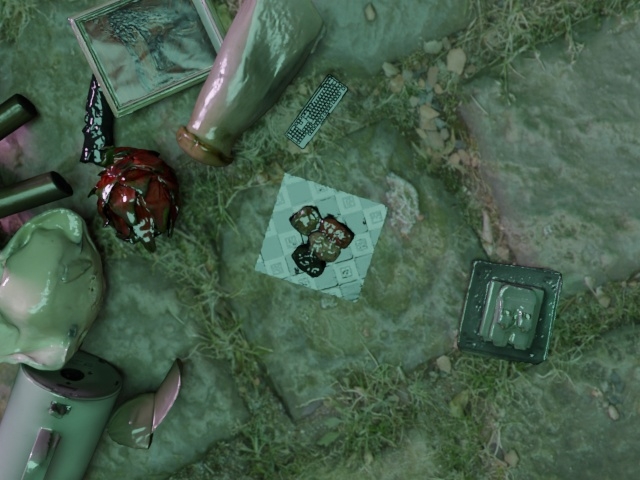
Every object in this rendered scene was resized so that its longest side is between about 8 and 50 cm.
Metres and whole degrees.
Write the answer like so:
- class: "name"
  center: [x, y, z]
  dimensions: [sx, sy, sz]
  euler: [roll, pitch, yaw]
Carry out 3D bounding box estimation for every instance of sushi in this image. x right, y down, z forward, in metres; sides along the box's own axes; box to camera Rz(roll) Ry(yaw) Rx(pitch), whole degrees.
- class: "sushi"
  center: [0.000, 0.000, 1.261]
  dimensions: [0.231, 0.047, 0.220]
  euler: [18, 100, -1]

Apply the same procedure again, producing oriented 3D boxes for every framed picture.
- class: "framed picture"
  center: [-0.325, -0.392, 1.199]
  dimensions: [0.273, 0.016, 0.216]
  euler: [-26, 98, -6]

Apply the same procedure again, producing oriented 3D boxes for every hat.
- class: "hat"
  center: [-0.367, 0.328, 1.276]
  dimensions: [0.144, 0.166, 0.173]
  euler: [7, 90, -10]

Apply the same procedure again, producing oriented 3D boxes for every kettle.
- class: "kettle"
  center: [-0.549, 0.419, 1.247]
  dimensions: [0.265, 0.205, 0.318]
  euler: [33, 102, 42]

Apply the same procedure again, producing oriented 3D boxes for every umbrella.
- class: "umbrella"
  center: [-0.441, -0.267, 1.232]
  dimensions: [0.066, 0.059, 0.236]
  euler: [8, 98, -21]

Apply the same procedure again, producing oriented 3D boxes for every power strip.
- class: "power strip"
  center: [0.396, 0.155, 1.263]
  dimensions: [0.198, 0.064, 0.213]
  euler: [7, 98, -1]

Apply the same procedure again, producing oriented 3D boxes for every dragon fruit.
- class: "dragon fruit"
  center: [-0.361, -0.088, 1.198]
  dimensions: [0.182, 0.182, 0.189]
  euler: [15, 103, 0]

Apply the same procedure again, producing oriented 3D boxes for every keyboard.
- class: "keyboard"
  center: [-0.009, -0.261, 1.238]
  dimensions: [0.053, 0.010, 0.155]
  euler: [36, 98, -5]

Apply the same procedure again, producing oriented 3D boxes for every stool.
- class: "stool"
  center: [-0.663, -0.162, 1.099]
  dimensions: [0.226, 0.310, 0.310]
  euler: [-35, 69, 6]

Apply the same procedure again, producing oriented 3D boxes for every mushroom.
- class: "mushroom"
  center: [-0.131, -0.326, 1.172]
  dimensions: [0.154, 0.137, 0.407]
  euler: [23, 106, -32]

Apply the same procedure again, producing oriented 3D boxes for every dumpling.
- class: "dumpling"
  center: [-0.569, 0.098, 1.230]
  dimensions: [0.242, 0.187, 0.318]
  euler: [0, 80, 5]

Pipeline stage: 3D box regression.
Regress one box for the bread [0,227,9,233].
- class: "bread"
  center: [-0.813, 0.052, 1.196]
  dimensions: [0.250, 0.279, 0.225]
  euler: [24, 112, -2]
